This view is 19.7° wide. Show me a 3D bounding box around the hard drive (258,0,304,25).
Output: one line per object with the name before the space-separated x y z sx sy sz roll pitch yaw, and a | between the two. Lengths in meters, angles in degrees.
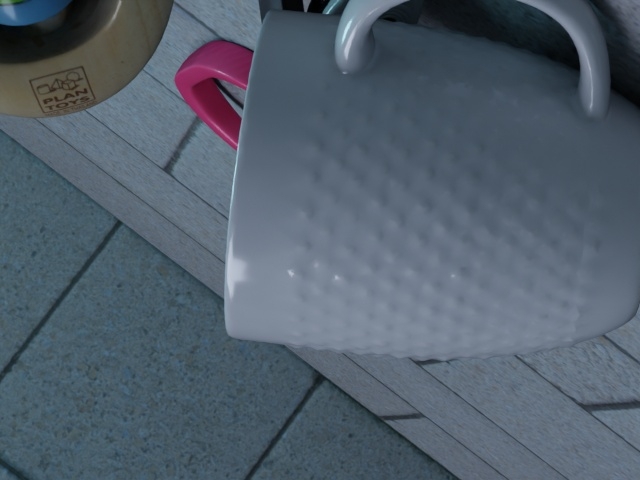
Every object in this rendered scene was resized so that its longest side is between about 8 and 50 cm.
hard drive | -0.039 -0.231 1.731 0.022 0.094 0.135 -7 173 -9

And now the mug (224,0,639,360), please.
mug | 0.106 -0.071 1.483 0.328 0.276 0.374 7 132 3

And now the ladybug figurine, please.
ladybug figurine | -0.298 -0.305 1.749 0.449 0.305 0.162 76 178 -47

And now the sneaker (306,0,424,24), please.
sneaker | 0.028 -0.208 1.639 0.079 0.121 0.217 14 141 -17

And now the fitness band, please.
fitness band | -0.076 -0.157 2.226 0.209 0.054 0.291 42 167 -11
